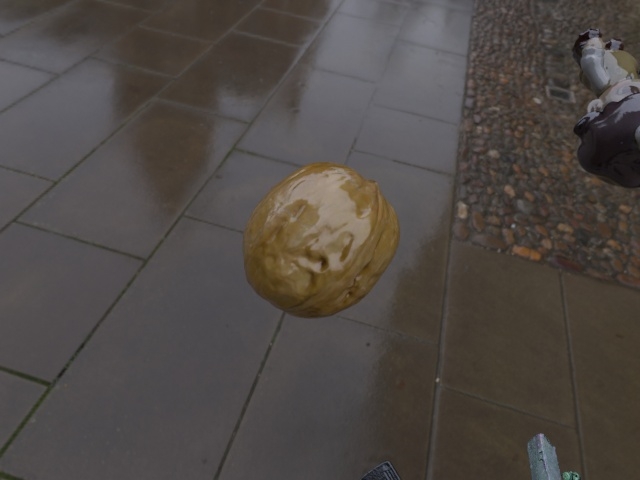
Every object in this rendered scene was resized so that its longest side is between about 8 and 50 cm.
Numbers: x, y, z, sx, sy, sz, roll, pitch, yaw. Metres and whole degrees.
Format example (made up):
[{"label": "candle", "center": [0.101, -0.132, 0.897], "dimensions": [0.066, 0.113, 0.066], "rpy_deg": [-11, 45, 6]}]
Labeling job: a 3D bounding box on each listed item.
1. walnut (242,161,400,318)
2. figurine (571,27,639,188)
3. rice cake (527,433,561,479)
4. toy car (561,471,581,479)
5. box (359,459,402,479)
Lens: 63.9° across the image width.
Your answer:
[{"label": "walnut", "center": [0.000, 0.000, 0.704], "dimensions": [0.195, 0.222, 0.195], "rpy_deg": [38, 19, -15]}, {"label": "figurine", "center": [0.614, -0.275, 1.001], "dimensions": [0.218, 0.206, 0.365], "rpy_deg": [20, 65, -30]}, {"label": "rice cake", "center": [0.342, 0.388, 0.776], "dimensions": [0.034, 0.043, 0.211], "rpy_deg": [31, 33, -3]}, {"label": "toy car", "center": [0.908, 0.917, 1.872], "dimensions": [0.073, 0.143, 0.054], "rpy_deg": [19, -3, -28]}, {"label": "box", "center": [0.192, 0.764, 1.592], "dimensions": [0.126, 0.027, 0.125], "rpy_deg": [-35, 51, -2]}]
